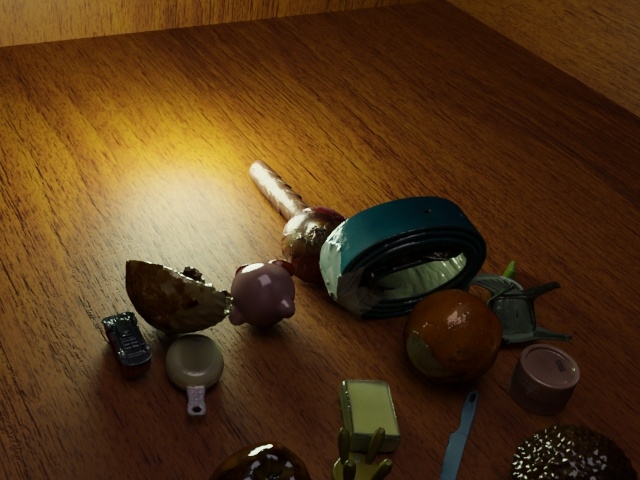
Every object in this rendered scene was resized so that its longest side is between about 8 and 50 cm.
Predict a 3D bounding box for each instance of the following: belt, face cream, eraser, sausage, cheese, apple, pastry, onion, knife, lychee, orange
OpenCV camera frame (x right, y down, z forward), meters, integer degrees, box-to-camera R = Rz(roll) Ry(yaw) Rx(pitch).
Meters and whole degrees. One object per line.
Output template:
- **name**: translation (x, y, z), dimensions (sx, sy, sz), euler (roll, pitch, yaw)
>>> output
- **belt**: translation (0.219, 0.049, 2.022), dimensions (0.437, 0.300, 0.173), euler (-11, 40, -12)
- **face cream**: translation (0.553, 0.343, 1.886), dimensions (0.149, 0.104, 0.149), euler (6, 38, -5)
- **eraser**: translation (0.110, 0.400, 1.741), dimensions (0.117, 0.058, 0.172), euler (6, 35, -12)
- **sausage**: translation (-0.102, -0.120, 2.344), dimensions (0.088, 0.087, 0.433), euler (-18, 45, -32)
- **cheese**: translation (-0.289, 0.314, 1.759), dimensions (0.137, 0.064, 0.227), euler (0, 40, -11)
- **apple**: translation (-0.113, 0.497, 1.445), dimensions (0.230, 0.229, 0.230), euler (7, 38, -5)
- **pastry**: translation (-0.356, 0.144, 1.825), dimensions (0.237, 0.170, 0.256), euler (22, -2, -43)
- **onion**: translation (0.000, 0.000, 2.118), dimensions (0.230, 0.163, 0.229), euler (2, 58, -3)
- **knife**: translation (0.322, 0.455, 1.763), dimensions (0.045, 0.019, 0.313), euler (13, 38, 16)
- **lychee**: translation (0.511, 0.500, 1.569), dimensions (0.268, 0.267, 0.267), euler (7, 38, -5)
- **orange**: translation (0.321, 0.237, 1.865), dimensions (0.240, 0.240, 0.240), euler (7, 38, -5)

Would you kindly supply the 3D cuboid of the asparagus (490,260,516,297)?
- **asparagus**: translation (0.543, 0.118, 2.226), dimensions (0.045, 0.041, 0.178), euler (-4, 26, 35)

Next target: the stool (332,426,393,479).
- **stool**: translation (0.088, 0.468, 1.612), dimensions (0.135, 0.110, 0.134), euler (30, 42, 25)

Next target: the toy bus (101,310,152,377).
- **toy bus**: translation (-0.452, 0.249, 1.789), dimensions (0.079, 0.077, 0.174), euler (-13, 44, -27)

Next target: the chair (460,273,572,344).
- **chair**: translation (0.506, 0.175, 2.023), dimensions (0.204, 0.190, 0.275), euler (-1, -5, -17)

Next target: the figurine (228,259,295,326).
- **figurine**: translation (-0.146, 0.138, 1.933), dimensions (0.173, 0.173, 0.173), euler (7, 38, -5)
